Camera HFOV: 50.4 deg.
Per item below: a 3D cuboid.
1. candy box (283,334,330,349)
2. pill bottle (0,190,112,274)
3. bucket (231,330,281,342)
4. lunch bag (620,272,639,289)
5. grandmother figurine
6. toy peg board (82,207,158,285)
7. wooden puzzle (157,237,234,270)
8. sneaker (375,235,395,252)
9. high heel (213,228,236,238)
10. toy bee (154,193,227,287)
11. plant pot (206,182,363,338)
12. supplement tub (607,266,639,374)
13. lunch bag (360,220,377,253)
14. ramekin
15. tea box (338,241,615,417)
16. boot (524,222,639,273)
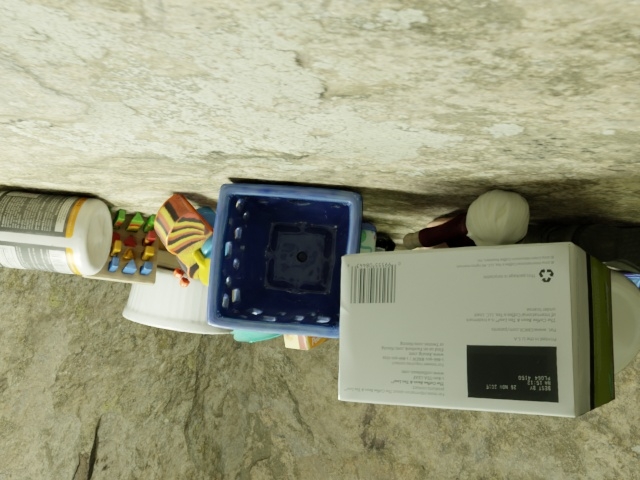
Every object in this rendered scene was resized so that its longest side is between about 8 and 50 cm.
[{"bbox_3d":[0.023,0.172,1.915,0.087,0.183,0.316,-2,-171,41],"label":"candy box"},{"bbox_3d":[-0.587,-0.019,1.397,0.278,0.162,0.162,6,172,4],"label":"pill bottle"},{"bbox_3d":[-0.172,0.176,2.132,0.183,0.281,0.281,-11,163,38],"label":"bucket"},{"bbox_3d":[0.738,0.141,1.797,0.221,0.138,0.293,9,-179,-43],"label":"lunch bag"},{"bbox_3d":[0.240,-0.012,1.118,0.208,0.104,0.342,-13,172,-10],"label":"grandmother figurine"},{"bbox_3d":[-0.438,0.005,1.524,0.161,0.160,0.079,9,156,-25],"label":"toy peg board"},{"bbox_3d":[-0.335,0.034,1.827,0.322,0.080,0.348,10,180,28],"label":"wooden puzzle"},{"bbox_3d":[0.130,0.018,1.536,0.089,0.051,0.170,7,170,24],"label":"sneaker"},{"bbox_3d":[-0.161,0.008,1.632,0.244,0.082,0.117,13,165,-11],"label":"high heel"},{"bbox_3d":[-0.244,0.027,1.361,0.298,0.162,0.195,42,-173,-41],"label":"toy bee"},{"bbox_3d":[-0.046,0.033,1.161,0.236,0.236,0.212,5,179,7],"label":"plant pot"},{"bbox_3d":[0.447,0.119,1.313,0.207,0.207,0.338,7,-170,-9],"label":"supplement tub"},{"bbox_3d":[0.000,0.000,1.363,0.219,0.090,0.176,6,173,-4],"label":"lunch bag"},{"bbox_3d":[-0.344,0.141,1.706,0.277,0.135,0.277,9,180,0],"label":"ramekin"},{"bbox_3d":[0.245,0.135,1.026,0.329,0.220,0.323,-3,170,30],"label":"tea box"},{"bbox_3d":[0.483,0.004,1.175,0.246,0.083,0.161,11,-179,-22],"label":"boot"}]
